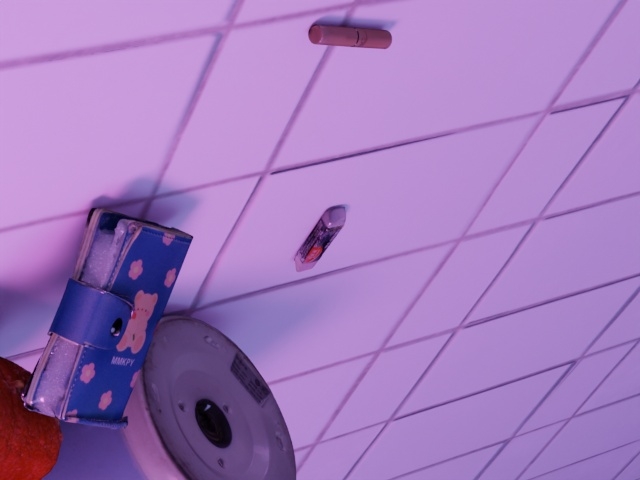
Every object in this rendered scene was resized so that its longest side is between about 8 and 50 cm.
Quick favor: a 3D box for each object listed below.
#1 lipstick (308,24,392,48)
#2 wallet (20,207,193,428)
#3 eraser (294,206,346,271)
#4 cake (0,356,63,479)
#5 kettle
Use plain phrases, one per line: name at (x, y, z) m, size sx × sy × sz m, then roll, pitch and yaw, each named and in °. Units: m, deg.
lipstick at (0.027, -0.182, 1.636) m, size 0.094 × 0.019 × 0.019 m, roll -3°, pitch 145°, yaw -46°
wallet at (-0.197, 0.076, 1.717) m, size 0.141 × 0.059 × 0.202 m, roll 19°, pitch 93°, yaw -62°
eraser at (0.000, 0.000, 1.970) m, size 0.027 × 0.019 × 0.099 m, roll -11°, pitch 151°, yaw -37°
cake at (-0.393, 0.204, 1.735) m, size 0.283 × 0.177 × 0.151 m, roll -41°, pitch 155°, yaw 11°
kettle at (-0.216, 0.256, 2.012) m, size 0.342 × 0.247 × 0.319 m, roll -33°, pitch -177°, yaw 27°
